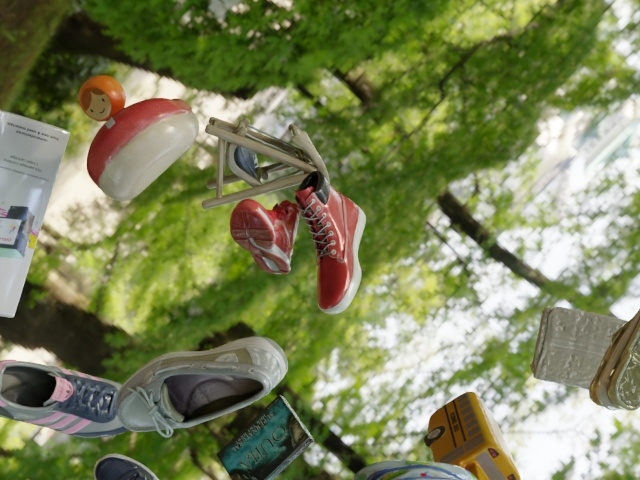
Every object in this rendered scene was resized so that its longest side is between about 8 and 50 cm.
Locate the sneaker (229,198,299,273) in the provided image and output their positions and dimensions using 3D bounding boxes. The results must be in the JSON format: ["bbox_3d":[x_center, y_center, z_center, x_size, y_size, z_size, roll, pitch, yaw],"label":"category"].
[{"bbox_3d":[-0.101,-0.041,1.811,0.221,0.087,0.128,71,28,-56],"label":"sneaker"}]

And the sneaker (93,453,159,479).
[{"bbox_3d":[-0.337,0.534,1.919,0.099,0.282,0.153,-45,-179,-9],"label":"sneaker"}]

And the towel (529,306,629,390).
[{"bbox_3d":[0.653,0.268,2.328,0.049,0.282,0.187,24,79,-82],"label":"towel"}]

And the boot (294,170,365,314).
[{"bbox_3d":[0.000,0.000,1.791,0.088,0.176,0.244,-15,-129,31],"label":"boot"}]

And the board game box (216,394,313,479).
[{"bbox_3d":[-0.114,0.424,2.001,0.186,0.126,0.026,-45,143,4],"label":"board game box"}]

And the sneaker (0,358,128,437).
[{"bbox_3d":[-0.439,0.276,1.690,0.131,0.318,0.112,-25,-122,54],"label":"sneaker"}]

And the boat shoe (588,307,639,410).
[{"bbox_3d":[0.620,0.199,1.905,0.302,0.113,0.103,-48,-167,-23],"label":"boat shoe"}]

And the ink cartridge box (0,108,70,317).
[{"bbox_3d":[-0.481,-0.050,1.404,0.201,0.117,0.278,21,-87,55],"label":"ink cartridge box"}]

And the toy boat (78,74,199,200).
[{"bbox_3d":[-0.252,-0.149,1.267,0.151,0.151,0.231,-42,-170,2],"label":"toy boat"}]

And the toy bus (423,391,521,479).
[{"bbox_3d":[0.274,0.397,1.776,0.130,0.108,0.333,-33,-171,7],"label":"toy bus"}]

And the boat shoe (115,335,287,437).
[{"bbox_3d":[-0.207,0.245,1.584,0.320,0.118,0.103,-17,-164,20],"label":"boat shoe"}]

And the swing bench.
[{"bbox_3d":[-0.108,-0.158,1.995,0.253,0.254,0.165,-113,-154,-77],"label":"swing bench"}]

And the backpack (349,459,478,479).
[{"bbox_3d":[0.113,0.444,1.196,0.356,0.290,0.273,88,7,-47],"label":"backpack"}]
